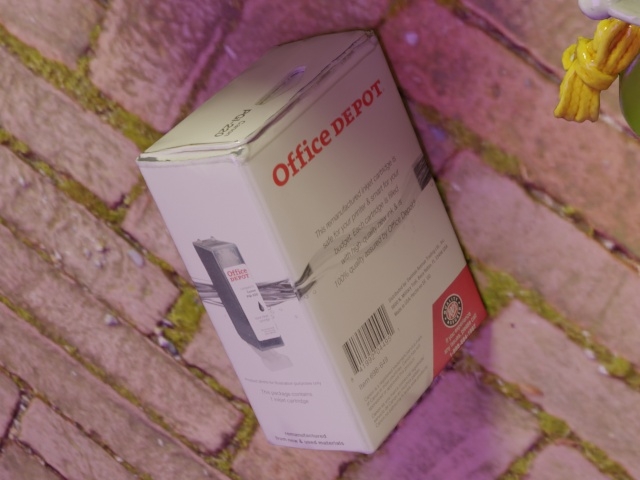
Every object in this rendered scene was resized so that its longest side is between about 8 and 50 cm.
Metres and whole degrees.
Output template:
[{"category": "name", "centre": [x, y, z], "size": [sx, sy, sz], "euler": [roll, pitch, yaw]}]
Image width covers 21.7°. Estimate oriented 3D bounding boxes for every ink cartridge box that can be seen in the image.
[{"category": "ink cartridge box", "centre": [0.000, 0.000, 1.047], "size": [0.092, 0.158, 0.218], "euler": [-1, 121, 39]}]

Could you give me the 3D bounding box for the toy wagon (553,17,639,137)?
[{"category": "toy wagon", "centre": [0.273, -0.049, 0.762], "size": [0.344, 0.068, 0.267], "euler": [17, 138, -10]}]

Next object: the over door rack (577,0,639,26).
[{"category": "over door rack", "centre": [0.111, -0.277, 0.683], "size": [0.108, 0.239, 0.324], "euler": [-6, 119, 34]}]
